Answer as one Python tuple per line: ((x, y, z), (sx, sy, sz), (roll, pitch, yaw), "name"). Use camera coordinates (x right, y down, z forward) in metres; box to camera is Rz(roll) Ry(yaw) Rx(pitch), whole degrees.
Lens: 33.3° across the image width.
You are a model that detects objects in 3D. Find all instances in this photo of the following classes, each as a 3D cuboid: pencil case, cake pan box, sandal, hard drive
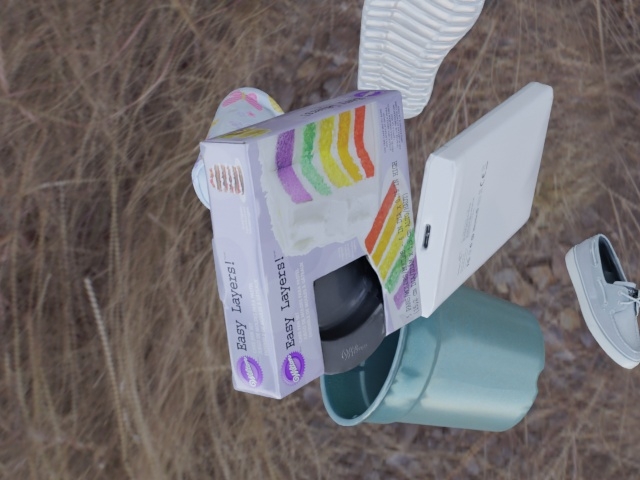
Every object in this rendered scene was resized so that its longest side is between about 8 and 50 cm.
((-0.121, -0.140, 1.673), (0.124, 0.273, 0.113), (25, 117, -8), "pencil case")
((0.000, 0.000, 1.076), (0.070, 0.245, 0.267), (9, 111, 41), "cake pan box")
((0.141, -0.348, 1.696), (0.169, 0.102, 0.416), (15, 149, -7), "sandal")
((0.229, -0.068, 1.515), (0.047, 0.353, 0.233), (20, 122, 25), "hard drive")

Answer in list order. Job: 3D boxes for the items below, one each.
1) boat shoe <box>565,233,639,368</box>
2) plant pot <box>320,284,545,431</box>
((0.458, 0.088, 1.685), (0.079, 0.228, 0.081), (11, 138, -35), "boat shoe")
((0.220, 0.213, 2.039), (0.334, 0.341, 0.341), (16, 115, -21), "plant pot")
